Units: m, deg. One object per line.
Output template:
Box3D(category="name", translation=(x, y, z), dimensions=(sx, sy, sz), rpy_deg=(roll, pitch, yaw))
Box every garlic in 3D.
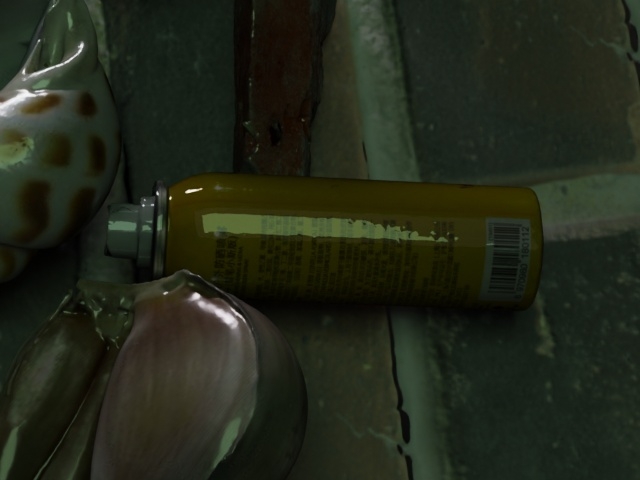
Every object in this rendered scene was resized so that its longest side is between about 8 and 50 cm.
Box3D(category="garlic", translation=(-0.134, 0.144, 1.366), dimensions=(0.237, 0.210, 0.292), rpy_deg=(7, 59, -7))

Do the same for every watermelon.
Box3D(category="watermelon", translation=(-0.037, -0.140, 1.531), dimensions=(0.094, 0.154, 0.241), rpy_deg=(5, 83, -1))

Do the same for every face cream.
Box3D(category="face cream", translation=(0.000, 0.000, 1.463), dimensions=(0.348, 0.105, 0.105), rpy_deg=(2, 68, -7))

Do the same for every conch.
Box3D(category="conch", translation=(-0.255, -0.068, 1.471), dimensions=(0.182, 0.149, 0.275), rpy_deg=(16, 64, 24))
